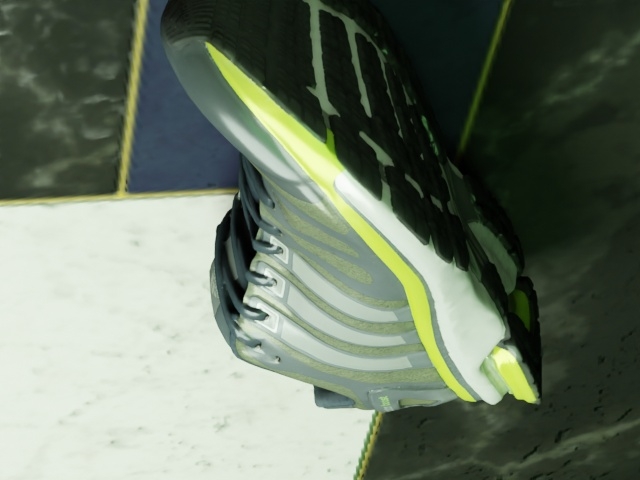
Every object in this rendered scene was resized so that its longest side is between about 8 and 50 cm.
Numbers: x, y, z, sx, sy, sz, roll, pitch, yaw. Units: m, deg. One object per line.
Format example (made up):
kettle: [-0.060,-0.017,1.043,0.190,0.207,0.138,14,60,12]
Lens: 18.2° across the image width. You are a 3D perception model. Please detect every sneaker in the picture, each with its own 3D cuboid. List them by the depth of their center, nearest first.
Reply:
sneaker: [0.000,0.000,0.826,0.121,0.111,0.300,-19,142,15]
